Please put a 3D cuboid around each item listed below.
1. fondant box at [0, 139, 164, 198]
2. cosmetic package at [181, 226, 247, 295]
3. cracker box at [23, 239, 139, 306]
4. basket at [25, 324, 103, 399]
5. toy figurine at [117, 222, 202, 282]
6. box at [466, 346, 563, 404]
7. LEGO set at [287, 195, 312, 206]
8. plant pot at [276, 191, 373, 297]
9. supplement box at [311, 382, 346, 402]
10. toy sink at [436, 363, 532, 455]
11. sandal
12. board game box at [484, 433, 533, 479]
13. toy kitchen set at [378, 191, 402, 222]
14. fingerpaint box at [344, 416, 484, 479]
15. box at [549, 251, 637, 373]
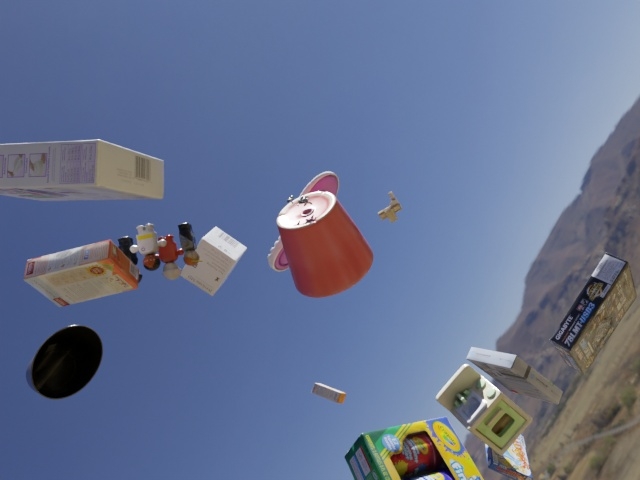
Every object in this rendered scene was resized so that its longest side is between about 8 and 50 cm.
[{"bbox_3d":[-0.544,-0.143,1.176,0.238,0.331,0.096,8,-98,-76],"label":"fondant box"},{"bbox_3d":[-0.402,0.077,2.064,0.183,0.151,0.151,-55,3,21],"label":"cosmetic package"},{"bbox_3d":[-0.619,0.089,1.431,0.233,0.067,0.155,-14,-35,4],"label":"cracker box"},{"bbox_3d":[-0.719,0.349,1.500,0.227,0.154,0.204,-29,27,48],"label":"basket"},{"bbox_3d":[-0.486,0.043,1.652,0.213,0.210,0.148,-2,-104,-46],"label":"toy figurine"},{"bbox_3d":[0.470,0.327,1.328,0.186,0.145,0.038,38,-109,-21],"label":"box"},{"bbox_3d":[-0.062,-0.123,1.628,0.054,0.083,0.023,-68,-25,-50],"label":"LEGO set"},{"bbox_3d":[0.000,0.000,1.696,0.275,0.275,0.243,-45,-53,-29],"label":"plant pot"},{"bbox_3d":[0.028,0.502,1.798,0.036,0.099,0.062,-70,-23,-10],"label":"supplement box"},{"bbox_3d":[0.499,0.516,1.667,0.152,0.234,0.131,-49,18,-1],"label":"toy sink"},{"bbox_3d":[-0.036,-0.049,1.939,0.169,0.102,0.416,5,-58,-53],"label":"sandal"},{"bbox_3d":[0.598,0.674,1.762,0.201,0.136,0.035,-68,2,-65],"label":"board game box"},{"bbox_3d":[0.249,-0.115,1.986,0.083,0.075,0.068,-31,-42,8],"label":"toy kitchen set"},{"bbox_3d":[0.344,0.815,1.740,0.372,0.444,0.163,2,-49,-30],"label":"fingerpaint box"},{"bbox_3d":[0.788,0.219,1.568,0.293,0.073,0.296,-55,-41,-2],"label":"box"}]
